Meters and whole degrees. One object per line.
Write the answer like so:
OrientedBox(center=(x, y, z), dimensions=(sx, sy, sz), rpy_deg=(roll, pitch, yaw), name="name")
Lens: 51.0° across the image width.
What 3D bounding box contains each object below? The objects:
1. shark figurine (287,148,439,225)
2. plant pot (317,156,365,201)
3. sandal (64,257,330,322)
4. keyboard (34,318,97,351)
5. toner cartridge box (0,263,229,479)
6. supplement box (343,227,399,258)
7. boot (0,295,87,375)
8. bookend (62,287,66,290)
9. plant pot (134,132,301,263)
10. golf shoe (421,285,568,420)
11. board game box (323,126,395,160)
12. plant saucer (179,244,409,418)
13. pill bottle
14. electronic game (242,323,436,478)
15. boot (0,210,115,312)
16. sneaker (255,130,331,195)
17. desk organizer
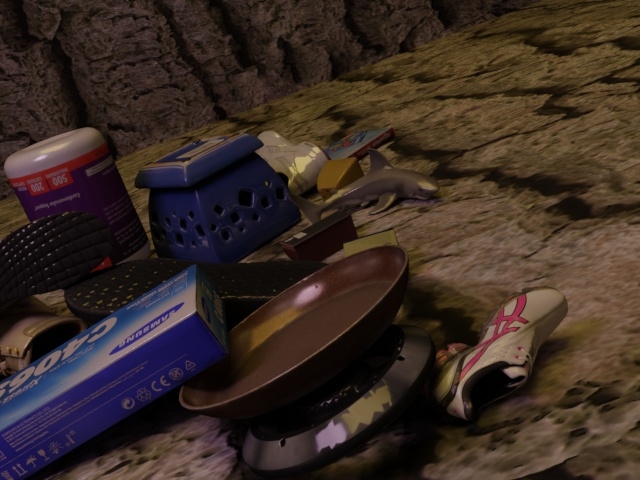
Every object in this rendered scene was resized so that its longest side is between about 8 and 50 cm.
OrientedBox(center=(0.085, -0.116, 1.310), dimensions=(0.278, 0.116, 0.166), rpy_deg=(-13, 20, 11), name="shark figurine")
OrientedBox(center=(0.040, -0.114, 1.394), dimensions=(0.081, 0.081, 0.083), rpy_deg=(-2, 38, 38), name="plant pot")
OrientedBox(center=(-0.190, 0.105, 1.029), dimensions=(0.446, 0.107, 0.167), rpy_deg=(0, 24, 14), name="sandal")
OrientedBox(center=(-0.456, 0.167, 1.189), dimensions=(0.180, 0.023, 0.108), rpy_deg=(-8, 23, 29), name="keyboard")
OrientedBox(center=(-0.286, 0.172, 0.855), dimensions=(0.348, 0.075, 0.165), rpy_deg=(-31, 22, 0), name="toner cartridge box")
OrientedBox(center=(0.082, 0.030, 1.011), dimensions=(0.083, 0.056, 0.083), rpy_deg=(-17, 20, 6), name="supplement box")
OrientedBox(center=(-0.522, 0.196, 1.077), dimensions=(0.203, 0.095, 0.262), rpy_deg=(10, 39, 43), name="boot")
OrientedBox(center=(-0.496, 0.045, 1.464), dimensions=(0.156, 0.072, 0.157), rpy_deg=(-32, 23, -33), name="bookend")
OrientedBox(center=(-0.219, -0.090, 1.365), dimensions=(0.236, 0.212, 0.236), rpy_deg=(3, 30, 47), name="plant pot")
OrientedBox(center=(0.193, 0.118, 0.684), dimensions=(0.186, 0.067, 0.086), rpy_deg=(-36, 30, -14), name="golf shoe")
OrientedBox(center=(0.056, -0.223, 1.726), dimensions=(0.145, 0.027, 0.281), rpy_deg=(2, 29, 43), name="board game box")
OrientedBox(center=(-0.022, 0.110, 0.784), dimensions=(0.311, 0.050, 0.310), rpy_deg=(-31, 9, 6), name="plant saucer")
OrientedBox(center=(-0.437, -0.036, 1.256), dimensions=(0.182, 0.323, 0.181), rpy_deg=(-17, 20, 6), name="pill bottle")
OrientedBox(center=(0.017, 0.161, 0.699), dimensions=(0.229, 0.048, 0.229), rpy_deg=(-31, 11, 7), name="electronic game")
OrientedBox(center=(-0.512, 0.038, 1.127), dimensions=(0.338, 0.118, 0.223), rpy_deg=(-27, 16, -11), name="boot")
OrientedBox(center=(-0.108, -0.177, 1.601), dimensions=(0.152, 0.114, 0.305), rpy_deg=(-45, 33, -19), name="sneaker")
OrientedBox(center=(0.000, 0.000, 1.170), dimensions=(0.130, 0.050, 0.047), rpy_deg=(-29, 23, -26), name="desk organizer")
